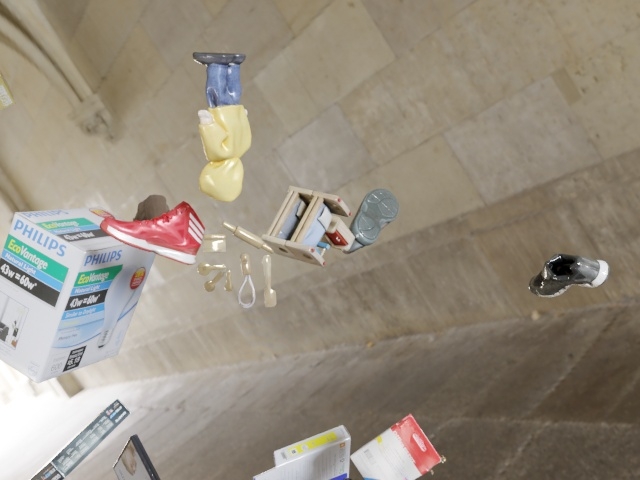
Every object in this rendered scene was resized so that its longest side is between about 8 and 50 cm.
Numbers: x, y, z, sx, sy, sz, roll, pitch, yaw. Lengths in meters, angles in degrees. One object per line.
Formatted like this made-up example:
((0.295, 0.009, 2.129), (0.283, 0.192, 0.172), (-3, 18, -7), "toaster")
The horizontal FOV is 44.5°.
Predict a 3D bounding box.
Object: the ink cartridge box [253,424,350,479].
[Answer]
((-0.060, 0.711, 2.314), (0.307, 0.304, 0.072), (-14, 41, -19), "ink cartridge box")

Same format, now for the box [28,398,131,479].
((-0.552, 0.473, 1.787), (0.175, 0.051, 0.220), (-40, 4, 42), "box")

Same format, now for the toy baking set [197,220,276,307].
((-0.215, 0.071, 2.124), (0.197, 0.256, 0.030), (-66, 14, -5), "toy baking set")

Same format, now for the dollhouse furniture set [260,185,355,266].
((0.000, 0.000, 1.590), (0.128, 0.184, 0.129), (15, 68, 36), "dollhouse furniture set")

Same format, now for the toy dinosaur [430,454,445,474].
((0.278, 0.619, 2.238), (0.183, 0.053, 0.093), (17, 64, 41), "toy dinosaur")

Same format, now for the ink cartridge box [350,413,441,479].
((0.199, 0.528, 1.939), (0.231, 0.134, 0.078), (-43, -15, 32), "ink cartridge box")

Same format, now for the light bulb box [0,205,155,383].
((-0.644, 0.124, 2.022), (0.361, 0.225, 0.358), (-67, -15, 12), "light bulb box")

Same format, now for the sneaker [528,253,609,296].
((0.549, 0.074, 1.818), (0.234, 0.106, 0.078), (-25, 46, 62), "sneaker")

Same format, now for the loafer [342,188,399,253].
((0.117, -0.050, 1.955), (0.084, 0.096, 0.267), (-42, 3, 33), "loafer")

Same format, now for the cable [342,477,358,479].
((0.094, 0.674, 1.986), (0.047, 0.184, 0.151), (-25, 43, 23), "cable")

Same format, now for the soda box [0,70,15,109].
((-0.591, -0.220, 1.255), (0.181, 0.058, 0.061), (-26, 47, -13), "soda box")

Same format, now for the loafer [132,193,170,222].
((-0.510, -0.069, 2.343), (0.133, 0.130, 0.366), (-12, 11, -13), "loafer")

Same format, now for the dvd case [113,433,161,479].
((-0.450, 0.603, 1.949), (0.022, 0.180, 0.253), (-21, -20, -34), "dvd case")

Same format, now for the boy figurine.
((-0.187, -0.220, 1.519), (0.092, 0.285, 0.177), (7, 18, 18), "boy figurine")

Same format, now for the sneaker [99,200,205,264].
((-0.352, -0.039, 1.680), (0.087, 0.221, 0.128), (23, 91, 59), "sneaker")
